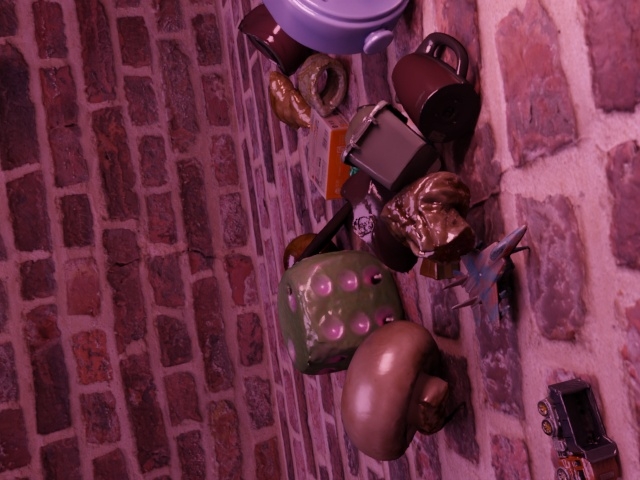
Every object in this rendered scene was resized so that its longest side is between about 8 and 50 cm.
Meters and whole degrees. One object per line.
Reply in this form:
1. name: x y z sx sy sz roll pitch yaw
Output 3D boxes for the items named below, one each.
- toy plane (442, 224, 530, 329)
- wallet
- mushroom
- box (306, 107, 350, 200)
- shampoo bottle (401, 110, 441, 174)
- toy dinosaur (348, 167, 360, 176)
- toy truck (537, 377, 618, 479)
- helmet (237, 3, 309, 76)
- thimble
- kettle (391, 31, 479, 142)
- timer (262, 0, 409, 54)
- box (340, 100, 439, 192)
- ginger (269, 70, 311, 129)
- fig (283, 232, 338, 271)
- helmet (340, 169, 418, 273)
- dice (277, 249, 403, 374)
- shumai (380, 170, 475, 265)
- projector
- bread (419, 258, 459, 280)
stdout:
1. toy plane: 0.366 0.055 1.291 0.326 0.104 0.223 118 139 -53
2. wallet: 0.000 0.000 2.066 0.044 0.321 0.170 39 152 5
3. mushroom: 0.217 0.392 1.578 0.294 0.362 0.363 18 123 24
4. box: 0.028 -0.307 2.130 0.221 0.091 0.274 -119 28 -49
5. shampoo bottle: 0.248 -0.247 1.545 0.074 0.073 0.192 102 151 -46
6. toy dinosaur: 0.115 -0.218 1.716 0.132 0.059 0.096 -120 32 -60
7. toy truck: 0.473 0.356 1.130 0.092 0.083 0.192 138 123 -61
8. helmet: -0.151 -0.759 2.253 0.197 0.271 0.338 -48 13 9
9. thimble: 0.006 -0.515 2.032 0.143 0.137 0.191 -135 45 -56
10. kettle: 0.254 -0.361 1.398 0.202 0.144 0.232 -64 33 30
11. timer: 0.048 -0.625 1.532 0.173 0.394 0.395 129 130 -64
12. box: 0.166 -0.195 1.379 0.135 0.243 0.163 42 103 16
13. ginger: -0.092 -0.534 2.328 0.375 0.166 0.236 13 117 58
14. fig: -0.031 0.046 2.361 0.321 0.216 0.217 -83 -7 -68
15. helmet: 0.201 -0.087 1.568 0.177 0.225 0.305 -44 63 33
16. dice: 0.055 0.225 1.922 0.330 0.322 0.319 117 140 -61
17. shumai: 0.223 -0.027 1.333 0.218 0.184 0.185 -23 30 35
18. projector: 0.155 -0.292 1.771 0.269 0.088 0.194 151 109 -70
19. bread: 0.292 0.022 1.527 0.084 0.074 0.139 -160 62 -65
